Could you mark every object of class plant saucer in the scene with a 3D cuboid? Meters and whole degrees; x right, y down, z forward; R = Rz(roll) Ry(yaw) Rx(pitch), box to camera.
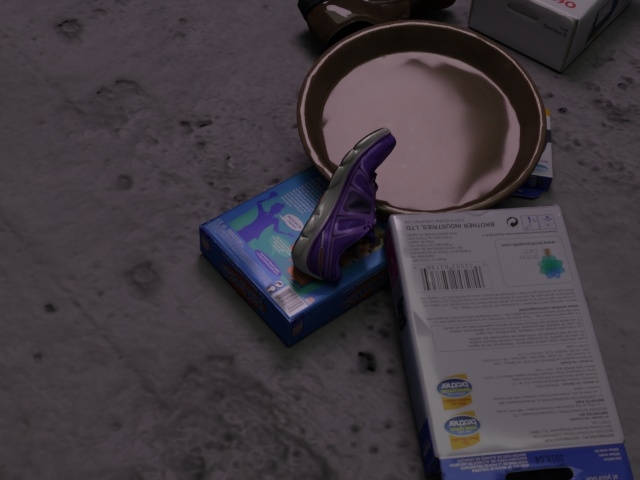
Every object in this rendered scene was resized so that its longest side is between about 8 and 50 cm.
[{"bbox_3d":[0.112,-0.133,1.159,0.277,0.041,0.278,1,59,-1],"label":"plant saucer"}]

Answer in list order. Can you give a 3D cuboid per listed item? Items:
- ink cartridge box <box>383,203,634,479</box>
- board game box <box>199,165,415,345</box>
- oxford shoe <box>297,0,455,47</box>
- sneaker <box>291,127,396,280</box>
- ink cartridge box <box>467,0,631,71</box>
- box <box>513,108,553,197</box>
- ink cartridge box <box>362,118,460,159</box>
[{"bbox_3d":[0.176,0.113,1.005,0.185,0.065,0.311,-3,58,-9],"label":"ink cartridge box"},{"bbox_3d":[0.000,0.000,1.117,0.210,0.047,0.160,-30,58,-26],"label":"board game box"},{"bbox_3d":[0.089,-0.297,1.372,0.227,0.083,0.096,-17,71,-17],"label":"oxford shoe"},{"bbox_3d":[0.035,-0.035,1.057,0.071,0.068,0.170,28,87,1],"label":"sneaker"},{"bbox_3d":[0.323,-0.344,1.410,0.154,0.093,0.212,31,52,21],"label":"ink cartridge box"},{"bbox_3d":[0.237,-0.110,1.245,0.081,0.028,0.136,7,48,1],"label":"box"},{"bbox_3d":[0.133,-0.159,1.253,0.115,0.067,0.198,19,52,11],"label":"ink cartridge box"}]
